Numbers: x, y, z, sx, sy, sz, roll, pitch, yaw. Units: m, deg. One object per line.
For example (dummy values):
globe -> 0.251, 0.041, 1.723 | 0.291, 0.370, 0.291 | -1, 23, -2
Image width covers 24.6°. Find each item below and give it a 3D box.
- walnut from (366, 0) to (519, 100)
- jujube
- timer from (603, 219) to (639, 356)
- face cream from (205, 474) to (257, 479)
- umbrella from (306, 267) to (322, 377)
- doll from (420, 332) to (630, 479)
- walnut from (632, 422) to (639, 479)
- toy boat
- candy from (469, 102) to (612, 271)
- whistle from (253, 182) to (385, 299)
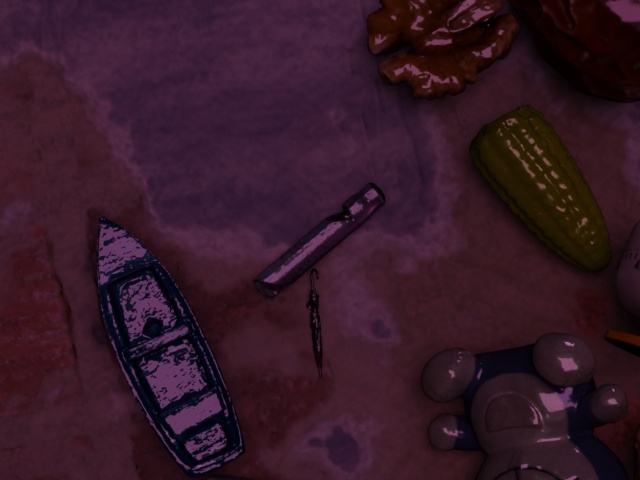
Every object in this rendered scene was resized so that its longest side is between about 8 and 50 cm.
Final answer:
walnut -> 0.135, -0.230, 1.659 | 0.170, 0.069, 0.143 | -25, 83, -8
jujube -> 0.296, -0.314, 1.624 | 0.216, 0.216, 0.342 | -27, 78, -7
timer -> 0.435, 0.033, 1.558 | 0.233, 0.233, 0.240 | 23, 84, 0
face cream -> -0.092, 0.301, 1.556 | 0.091, 0.091, 0.095 | 9, 89, -2
umbrella -> -0.005, 0.091, 1.630 | 0.013, 0.022, 0.122 | -3, 92, -30
doll -> 0.229, 0.235, 1.557 | 0.228, 0.154, 0.258 | -14, 73, 28
walnut -> 0.438, 0.269, 1.540 | 0.245, 0.198, 0.198 | 34, 81, -3
toy boat -> -0.174, 0.112, 1.593 | 0.096, 0.062, 0.299 | -25, 85, -6
candy -> 0.254, -0.052, 1.631 | 0.097, 0.097, 0.209 | -37, 92, -8
whistle -> 0.000, 0.000, 1.635 | 0.176, 0.033, 0.033 | -41, 86, -9
